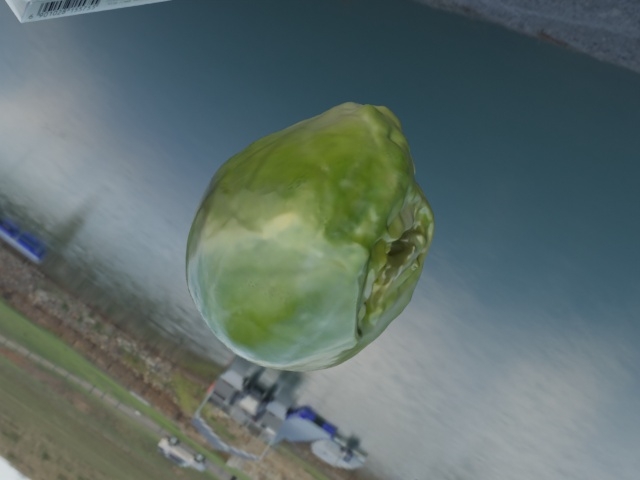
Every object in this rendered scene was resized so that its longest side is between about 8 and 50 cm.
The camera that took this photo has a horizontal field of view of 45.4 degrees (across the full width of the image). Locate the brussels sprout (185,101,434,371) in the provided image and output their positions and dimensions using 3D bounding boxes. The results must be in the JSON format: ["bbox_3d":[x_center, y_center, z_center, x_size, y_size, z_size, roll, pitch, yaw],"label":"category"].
[{"bbox_3d":[0.000,0.000,0.904,0.344,0.344,0.268,3,132,57],"label":"brussels sprout"}]

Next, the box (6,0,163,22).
[{"bbox_3d":[-0.212,-0.285,0.735,0.139,0.245,0.035,54,134,8],"label":"box"}]
